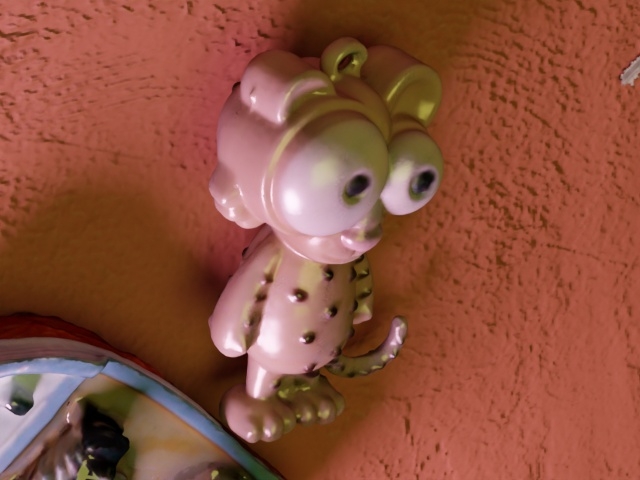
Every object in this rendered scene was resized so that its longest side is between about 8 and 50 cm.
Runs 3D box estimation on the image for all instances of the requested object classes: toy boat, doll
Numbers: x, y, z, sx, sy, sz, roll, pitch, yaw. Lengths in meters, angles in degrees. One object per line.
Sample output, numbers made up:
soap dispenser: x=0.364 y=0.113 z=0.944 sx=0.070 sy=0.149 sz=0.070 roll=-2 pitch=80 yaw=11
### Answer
toy boat: x=-0.132 y=0.158 z=1.041 sx=0.145 sy=0.133 sz=0.332 roll=-48 pitch=126 yaw=5
doll: x=-0.002 y=0.001 z=1.037 sx=0.154 sy=0.119 sz=0.278 roll=-21 pitch=131 yaw=-32

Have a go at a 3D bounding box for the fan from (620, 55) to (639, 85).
fan: x=0.330 y=-0.224 z=1.143 sx=0.329 sy=0.009 sz=0.191 roll=-43 pitch=127 yaw=0
